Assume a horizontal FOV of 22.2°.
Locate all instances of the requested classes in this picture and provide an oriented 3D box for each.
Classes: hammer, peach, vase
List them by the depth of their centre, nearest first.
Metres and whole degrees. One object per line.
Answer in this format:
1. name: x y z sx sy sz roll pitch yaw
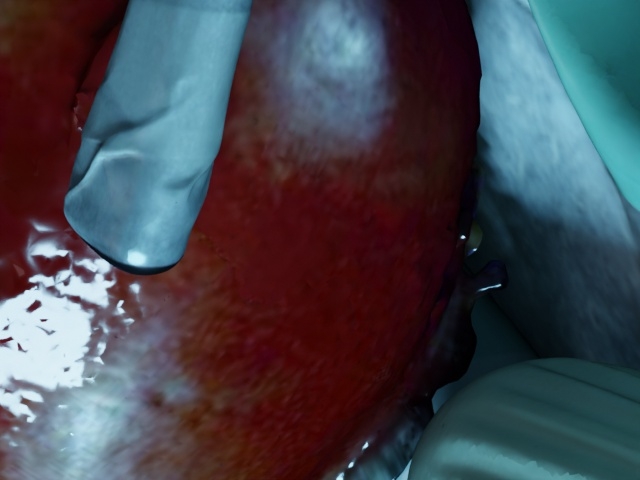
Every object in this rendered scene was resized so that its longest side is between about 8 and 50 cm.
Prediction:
1. hammer: 0.010 -0.184 0.397 0.152 0.044 0.427 30 110 40
2. vase: 0.137 0.117 0.646 0.248 0.128 0.128 5 117 61
3. peach: -0.114 -0.023 0.764 0.339 0.353 0.417 44 143 44

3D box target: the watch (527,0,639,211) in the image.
1. watch: 0.134 -0.081 0.490 0.237 0.068 0.195 40 147 53

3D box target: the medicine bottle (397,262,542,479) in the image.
1. medicine bottle: 0.000 0.000 0.902 0.352 0.110 0.110 54 158 36
